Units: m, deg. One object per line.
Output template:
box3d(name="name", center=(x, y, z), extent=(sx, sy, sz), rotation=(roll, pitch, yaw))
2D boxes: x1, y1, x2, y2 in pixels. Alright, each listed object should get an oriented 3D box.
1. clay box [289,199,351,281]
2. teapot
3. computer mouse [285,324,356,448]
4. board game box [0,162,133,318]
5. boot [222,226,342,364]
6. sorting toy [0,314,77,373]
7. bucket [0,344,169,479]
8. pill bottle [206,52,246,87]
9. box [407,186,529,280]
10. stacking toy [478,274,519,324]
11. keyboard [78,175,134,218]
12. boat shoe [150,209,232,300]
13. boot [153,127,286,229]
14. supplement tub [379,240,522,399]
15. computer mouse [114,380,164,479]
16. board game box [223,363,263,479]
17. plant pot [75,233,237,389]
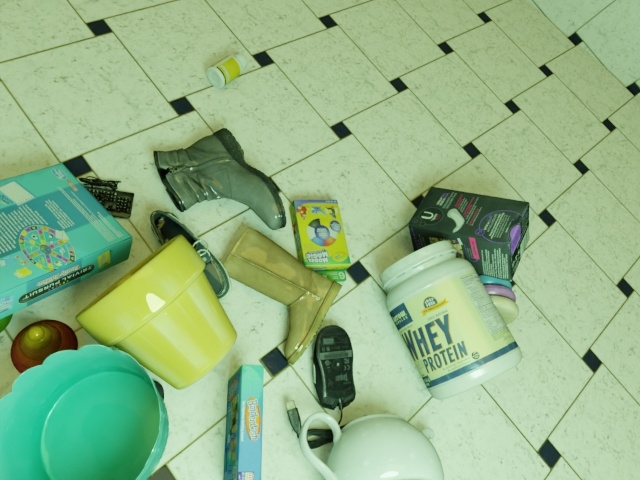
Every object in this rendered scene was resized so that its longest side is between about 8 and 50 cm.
box3d(name="clay box", center=(0.000, 0.000, 1.307), extent=(0.127, 0.053, 0.222), rotation=(-2, 64, -21))
box3d(name="teapot", center=(0.115, 0.442, 1.032), extent=(0.252, 0.256, 0.187), rotation=(-20, 43, 6))
box3d(name="computer mouse", center=(-0.002, 0.331, 1.134), extent=(0.184, 0.060, 0.262), rotation=(-5, 78, -27))
box3d(name="board game box", center=(-0.590, -0.002, 0.977), extent=(0.254, 0.079, 0.336), rotation=(43, 43, 14))
box3d(name="boot", center=(-0.115, 0.129, 1.184), extent=(0.269, 0.089, 0.236), rotation=(30, 63, 3))
box3d(name="sorting toy", center=(-0.644, 0.131, 0.954), extent=(0.365, 0.126, 0.127), rotation=(30, 58, -5))
box3d(name="bucket", center=(-0.403, 0.334, 0.879), extent=(0.281, 0.183, 0.281), rotation=(3, 66, -6))
box3d(name="pill bottle", center=(-0.269, -0.496, 1.456), extent=(0.065, 0.065, 0.116), rotation=(40, 58, 3))
box3d(name="box", center=(0.395, -0.023, 1.335), extent=(0.270, 0.143, 0.165), rotation=(15, 53, 33))
box3d(name="stacking toy", center=(0.466, 0.068, 1.409), extent=(0.141, 0.141, 0.330), rotation=(17, 55, -12))
box3d(name="keyboard", center=(-0.538, -0.111, 1.172), extent=(0.192, 0.038, 0.100), rotation=(7, 62, -18))
box3d(name="boat shoe", center=(-0.299, 0.031, 1.148), extent=(0.095, 0.079, 0.254), rotation=(-36, 79, -8))
box3d(name="boot", center=(-0.255, -0.118, 1.251), extent=(0.222, 0.118, 0.338), rotation=(-30, 66, -27))
box3d(name="supplement tub", center=(0.303, 0.188, 1.216), extent=(0.235, 0.235, 0.325), rotation=(-17, 71, -27))
box3d(name="computer mouse", center=(-0.364, 0.391, 0.975), extent=(0.071, 0.041, 0.242), rotation=(17, 60, -12))
box3d(name="board game box", center=(-0.153, 0.368, 0.995), extent=(0.047, 0.160, 0.210), rotation=(7, 62, -18))
box3d(name="plant pot", center=(-0.304, 0.156, 1.006), extent=(0.254, 0.254, 0.239), rotation=(-45, 104, -32))
